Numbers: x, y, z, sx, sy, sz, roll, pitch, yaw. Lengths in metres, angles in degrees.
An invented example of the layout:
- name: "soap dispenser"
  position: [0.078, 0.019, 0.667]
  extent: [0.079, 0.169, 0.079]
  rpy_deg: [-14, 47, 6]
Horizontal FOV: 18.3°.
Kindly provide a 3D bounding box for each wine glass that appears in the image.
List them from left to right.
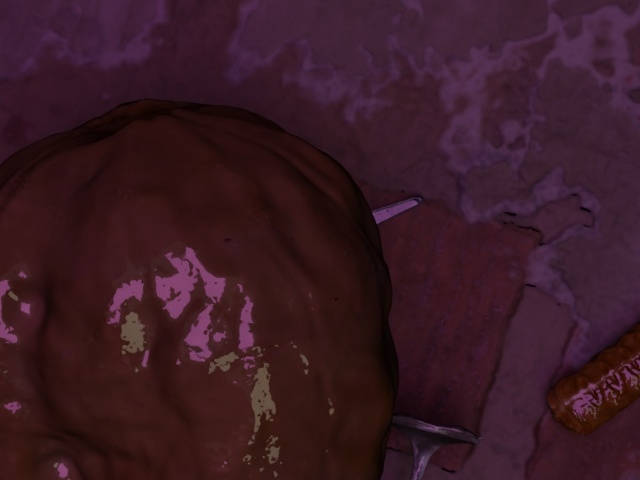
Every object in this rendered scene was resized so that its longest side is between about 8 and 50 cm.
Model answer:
- name: "wine glass"
  position: [0.071, 0.235, 1.620]
  extent: [0.122, 0.122, 0.183]
  rpy_deg: [16, 85, -2]

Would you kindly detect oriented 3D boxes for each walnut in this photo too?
- name: "walnut"
  position: [-0.102, 0.079, 1.489]
  extent: [0.383, 0.383, 0.384]
  rpy_deg: [0, 91, -2]

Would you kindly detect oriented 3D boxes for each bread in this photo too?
- name: "bread"
  position: [0.259, 0.104, 1.655]
  extent: [0.157, 0.044, 0.052]
  rpy_deg: [-36, 86, -2]

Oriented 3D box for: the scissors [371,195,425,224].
- name: "scissors"
  position: [0.000, 0.000, 1.659]
  extent: [0.189, 0.015, 0.100]
  rpy_deg: [-22, 94, -3]
